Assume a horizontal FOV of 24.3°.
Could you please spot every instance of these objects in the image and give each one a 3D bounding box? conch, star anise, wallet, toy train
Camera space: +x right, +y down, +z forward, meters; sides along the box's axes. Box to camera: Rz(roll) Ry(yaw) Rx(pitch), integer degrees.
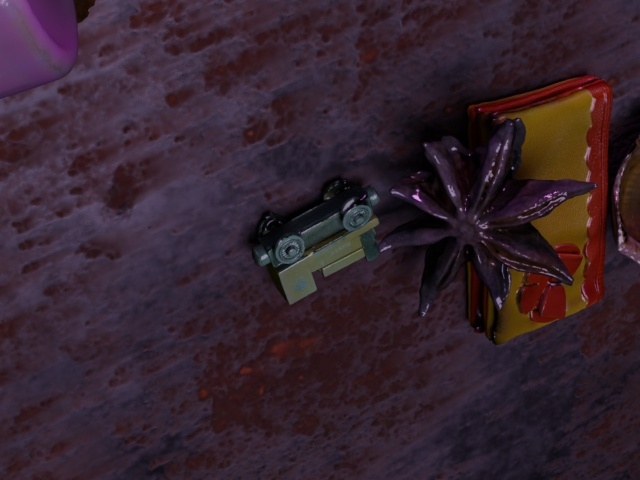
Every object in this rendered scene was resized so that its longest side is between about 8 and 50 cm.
[{"bbox_3d":[0.340,-0.035,1.382,0.155,0.130,0.207,-13,107,-37],"label":"conch"},{"bbox_3d":[0.143,-0.019,1.276,0.181,0.061,0.204,8,122,12],"label":"star anise"},{"bbox_3d":[0.205,-0.026,1.360,0.141,0.067,0.241,-17,124,-20],"label":"wallet"},{"bbox_3d":[0.000,0.000,1.281,0.122,0.050,0.081,-27,131,-11],"label":"toy train"}]

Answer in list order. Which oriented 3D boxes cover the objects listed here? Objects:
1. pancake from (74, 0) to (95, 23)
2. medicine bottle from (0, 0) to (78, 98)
[{"bbox_3d":[-0.197,-0.360,0.956,0.305,0.067,0.427,-37,128,-6],"label":"pancake"},{"bbox_3d":[-0.313,-0.142,0.911,0.291,0.178,0.178,-16,126,5],"label":"medicine bottle"}]
